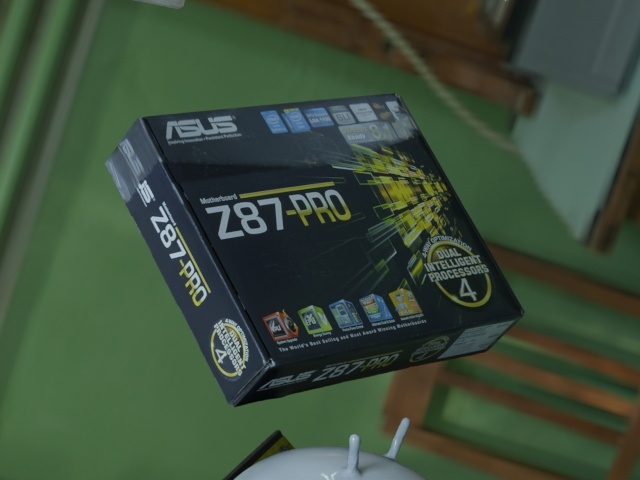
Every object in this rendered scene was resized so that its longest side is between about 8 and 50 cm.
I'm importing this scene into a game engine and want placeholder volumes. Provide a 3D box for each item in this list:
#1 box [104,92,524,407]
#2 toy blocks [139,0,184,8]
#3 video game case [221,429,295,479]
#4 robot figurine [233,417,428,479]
[{"bbox_3d":[0.000,0.000,2.118,0.097,0.395,0.318,-50,60,40],"label":"box"},{"bbox_3d":[-0.109,-0.253,1.270,0.381,0.261,0.191,-111,35,-58],"label":"toy blocks"},{"bbox_3d":[-0.009,0.332,2.016,0.035,0.248,0.275,-42,-3,17],"label":"video game case"},{"bbox_3d":[-0.005,0.297,1.367,0.300,0.200,0.353,-33,-40,-82],"label":"robot figurine"}]
